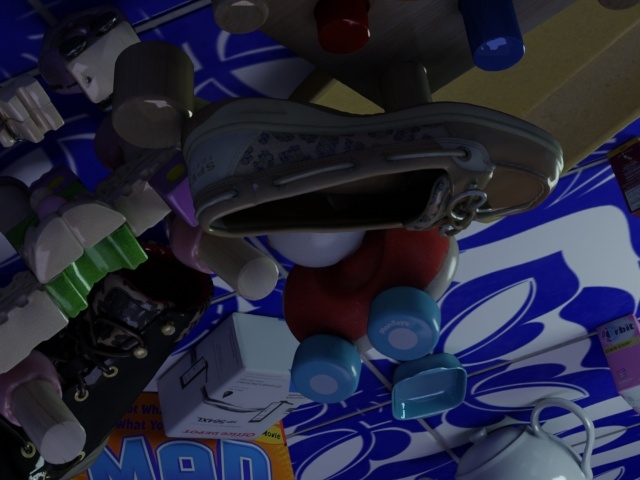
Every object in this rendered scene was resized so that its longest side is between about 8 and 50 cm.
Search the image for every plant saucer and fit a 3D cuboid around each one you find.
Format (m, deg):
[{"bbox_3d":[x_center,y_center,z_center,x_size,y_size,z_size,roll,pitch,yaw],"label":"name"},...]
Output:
[{"bbox_3d":[0.148,-0.156,1.141,0.333,0.081,0.333,11,143,-38],"label":"plant saucer"}]

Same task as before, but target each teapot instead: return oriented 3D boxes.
[{"bbox_3d":[0.323,0.395,2.093,0.256,0.187,0.252,-33,177,-19],"label":"teapot"}]

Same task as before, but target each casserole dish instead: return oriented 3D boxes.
[{"bbox_3d":[0.158,0.215,1.840,0.114,0.037,0.188,-12,150,-2],"label":"casserole dish"}]

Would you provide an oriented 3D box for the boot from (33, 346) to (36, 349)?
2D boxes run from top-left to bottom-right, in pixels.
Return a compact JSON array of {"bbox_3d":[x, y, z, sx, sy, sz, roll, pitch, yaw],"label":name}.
[{"bbox_3d":[-0.415,0.158,1.431,0.246,0.094,0.207,-7,147,-25],"label":"boot"}]

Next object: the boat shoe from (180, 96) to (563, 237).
[{"bbox_3d":[0.044,-0.037,0.883,0.285,0.089,0.104,0,146,-15],"label":"boat shoe"}]

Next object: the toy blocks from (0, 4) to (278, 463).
[{"bbox_3d":[-0.249,-0.030,1.095,0.288,0.260,0.309,-39,127,-11],"label":"toy blocks"}]

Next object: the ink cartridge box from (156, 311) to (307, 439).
[{"bbox_3d":[-0.100,0.183,1.622,0.148,0.086,0.203,9,143,-35],"label":"ink cartridge box"}]

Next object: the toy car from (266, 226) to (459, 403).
[{"bbox_3d":[0.000,0.000,1.287,0.210,0.219,0.238,-33,117,32],"label":"toy car"}]

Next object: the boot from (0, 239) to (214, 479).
[{"bbox_3d":[-0.265,0.146,1.263,0.284,0.138,0.377,-52,168,17],"label":"boot"}]

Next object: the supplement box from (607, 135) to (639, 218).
[{"bbox_3d":[0.363,-0.066,1.386,0.043,0.083,0.055,-32,147,30],"label":"supplement box"}]

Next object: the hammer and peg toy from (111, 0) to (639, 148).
[{"bbox_3d":[0.032,-0.177,0.868,0.361,0.127,0.266,-32,141,31],"label":"hammer and peg toy"}]

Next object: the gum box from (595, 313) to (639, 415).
[{"bbox_3d":[0.483,0.196,1.873,0.062,0.107,0.188,-24,149,17],"label":"gum box"}]

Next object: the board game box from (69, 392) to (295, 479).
[{"bbox_3d":[-0.261,0.451,1.742,0.356,0.356,0.356,7,144,-33],"label":"board game box"}]
